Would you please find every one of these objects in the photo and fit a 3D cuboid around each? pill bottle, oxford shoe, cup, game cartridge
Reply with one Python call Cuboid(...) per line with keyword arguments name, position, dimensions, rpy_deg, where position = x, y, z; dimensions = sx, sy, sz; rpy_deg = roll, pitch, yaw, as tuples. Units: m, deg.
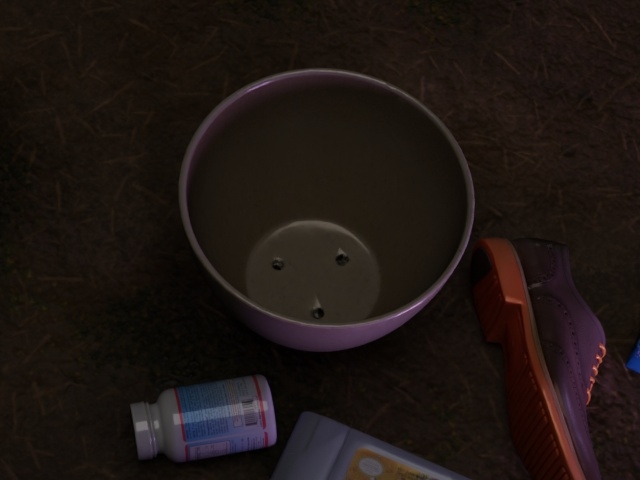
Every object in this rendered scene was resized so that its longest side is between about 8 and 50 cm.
Cuboid(name="pill bottle", position=(-0.135, 0.207, 2.021), dimensions=(0.160, 0.087, 0.087), rpy_deg=(-8, 64, -9))
Cuboid(name="oxford shoe", position=(0.286, 0.152, 2.068), dimensions=(0.133, 0.130, 0.363), rpy_deg=(-5, 65, -16))
Cuboid(name="cup", position=(0.000, 0.000, 2.055), dimensions=(0.331, 0.237, 0.331), rpy_deg=(2, 62, -3))
Cuboid(name="game cartridge", position=(0.075, 0.336, 1.994), dimensions=(0.297, 0.062, 0.198), rpy_deg=(22, 59, 6))

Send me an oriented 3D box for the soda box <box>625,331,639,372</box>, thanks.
Cuboid(name="soda box", position=(0.480, 0.157, 2.111), dimensions=(0.210, 0.067, 0.071), rpy_deg=(26, 64, 8))
